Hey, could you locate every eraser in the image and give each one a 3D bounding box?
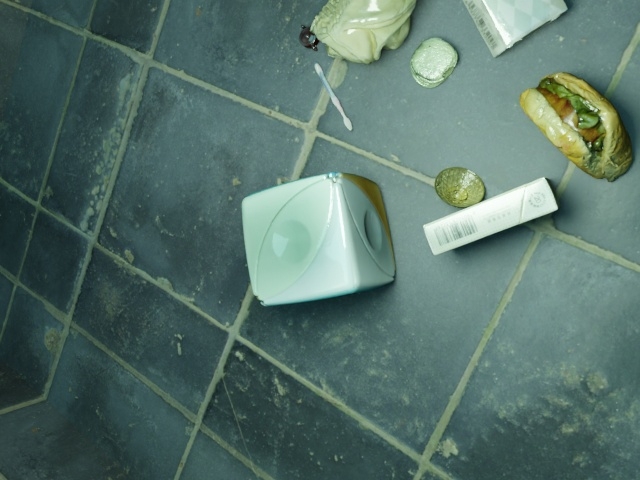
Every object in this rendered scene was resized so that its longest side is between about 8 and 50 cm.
[{"bbox_3d":[0.472,-0.729,1.452,0.213,0.082,0.396,-30,94,23],"label":"eraser"}]

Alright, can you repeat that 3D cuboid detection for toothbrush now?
[{"bbox_3d":[0.042,-0.474,1.764,0.021,0.027,0.269,-24,79,-10],"label":"toothbrush"}]

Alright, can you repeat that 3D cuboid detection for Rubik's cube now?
[{"bbox_3d":[0.000,0.000,1.618,0.352,0.352,0.347,-11,86,24],"label":"Rubik's cube"}]

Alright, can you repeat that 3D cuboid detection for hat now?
[{"bbox_3d":[0.402,-0.139,1.576,0.146,0.067,0.146,0,60,-1],"label":"hat"}]

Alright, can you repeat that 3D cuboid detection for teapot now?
[{"bbox_3d":[-0.038,-0.675,1.789,0.068,0.045,0.100,-31,77,26],"label":"teapot"}]

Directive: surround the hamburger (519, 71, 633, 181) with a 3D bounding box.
[{"bbox_3d":[0.656,-0.299,1.358,0.162,0.209,0.330,-40,76,23],"label":"hamburger"}]

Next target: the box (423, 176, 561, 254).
[{"bbox_3d":[0.467,-0.066,1.453,0.330,0.210,0.095,-25,85,25],"label":"box"}]

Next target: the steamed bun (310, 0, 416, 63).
[{"bbox_3d":[0.160,-0.673,1.585,0.394,0.237,0.346,-14,54,58],"label":"steamed bun"}]

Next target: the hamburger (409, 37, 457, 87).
[{"bbox_3d":[0.332,-0.531,1.596,0.140,0.062,0.133,-37,76,20],"label":"hamburger"}]
